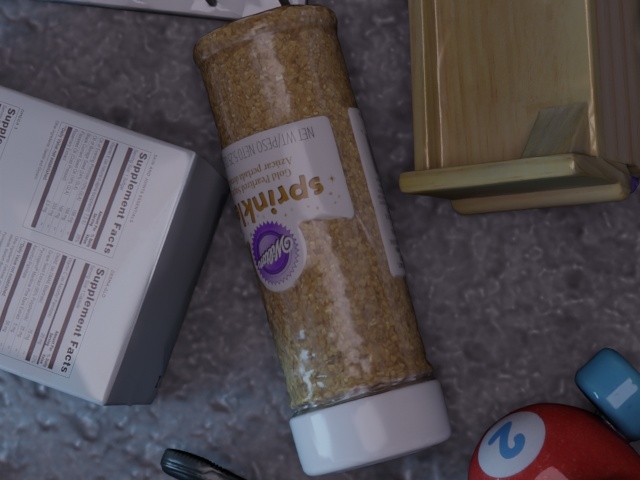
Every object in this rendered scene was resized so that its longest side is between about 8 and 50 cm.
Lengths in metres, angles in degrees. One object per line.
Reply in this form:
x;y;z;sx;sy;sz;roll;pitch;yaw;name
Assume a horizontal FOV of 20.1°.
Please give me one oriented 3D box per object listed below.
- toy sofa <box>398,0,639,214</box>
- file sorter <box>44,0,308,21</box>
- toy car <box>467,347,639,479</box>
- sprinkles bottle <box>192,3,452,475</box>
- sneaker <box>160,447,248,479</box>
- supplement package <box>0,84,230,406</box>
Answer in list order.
0.156;-0.206;1.415;0.150;0.177;0.362;-5;85;29;toy sofa
-0.145;-0.290;1.420;0.278;0.173;0.193;7;87;5;file sorter
0.200;0.213;1.316;0.219;0.238;0.210;-44;83;0;toy car
0.000;0.000;1.410;0.121;0.121;0.355;-16;84;4;sprinkles bottle
-0.062;0.236;1.429;0.170;0.051;0.089;25;86;-3;sneaker
-0.234;-0.007;1.390;0.263;0.199;0.198;19;87;6;supplement package
